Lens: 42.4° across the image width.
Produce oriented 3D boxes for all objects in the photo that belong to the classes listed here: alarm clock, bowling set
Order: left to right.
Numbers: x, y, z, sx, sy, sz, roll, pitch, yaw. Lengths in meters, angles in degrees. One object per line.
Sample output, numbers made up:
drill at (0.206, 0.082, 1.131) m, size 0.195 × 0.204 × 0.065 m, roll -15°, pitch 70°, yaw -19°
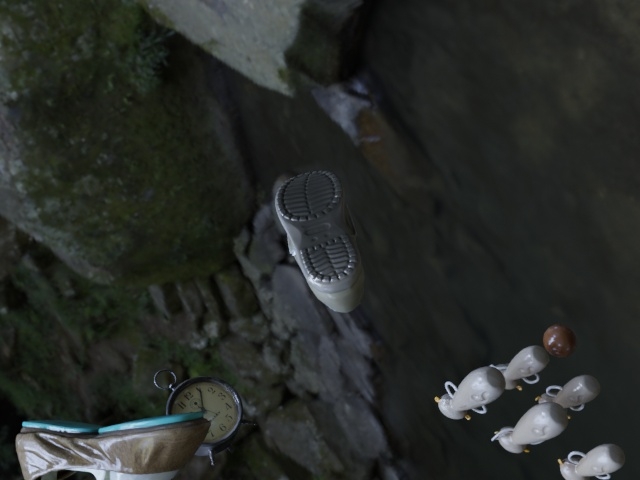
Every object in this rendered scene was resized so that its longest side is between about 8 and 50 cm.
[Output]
alarm clock at (-0.213, 0.290, 1.420) m, size 0.192 × 0.129 × 0.064 m, roll 41°, pitch 146°, yaw 15°
bowling set at (0.354, 0.247, 1.323) m, size 0.287 × 0.200 × 0.154 m, roll 35°, pitch 144°, yaw 0°

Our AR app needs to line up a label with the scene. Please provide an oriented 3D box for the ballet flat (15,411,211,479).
ballet flat at (-0.276, 0.293, 1.079) m, size 0.116 × 0.342 × 0.124 m, roll 14°, pitch -110°, yaw -57°

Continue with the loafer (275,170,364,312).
loafer at (0.000, 0.000, 1.122) m, size 0.268 × 0.102 × 0.092 m, roll -101°, pitch -1°, yaw -52°
